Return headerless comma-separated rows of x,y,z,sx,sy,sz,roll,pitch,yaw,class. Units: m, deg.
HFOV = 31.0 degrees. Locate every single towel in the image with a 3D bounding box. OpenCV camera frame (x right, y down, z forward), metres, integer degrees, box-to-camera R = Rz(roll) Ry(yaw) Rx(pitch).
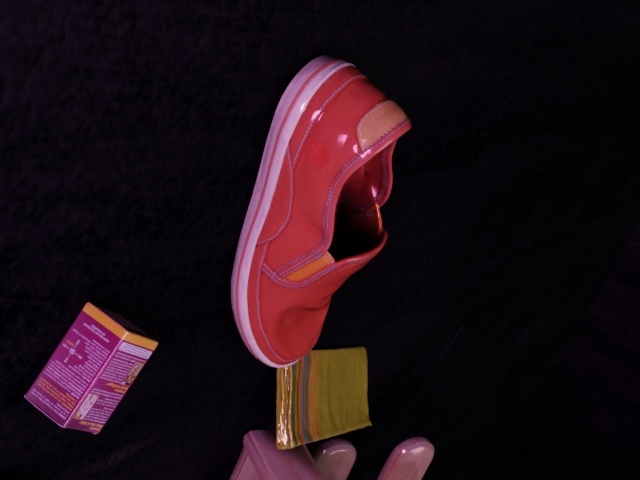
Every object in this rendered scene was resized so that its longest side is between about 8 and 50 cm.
0.009,0.171,1.293,0.237,0.021,0.102,8,83,-67,towel

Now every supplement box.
-0.166,0.094,0.842,0.083,0.043,0.055,-56,159,-3,supplement box

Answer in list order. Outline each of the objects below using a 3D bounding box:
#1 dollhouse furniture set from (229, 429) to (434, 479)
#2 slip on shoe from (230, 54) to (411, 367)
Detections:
0.073,0.367,1.342,0.394,0.362,0.256,5,123,-32,dollhouse furniture set
0.000,0.000,0.988,0.123,0.101,0.331,-38,154,-42,slip on shoe
